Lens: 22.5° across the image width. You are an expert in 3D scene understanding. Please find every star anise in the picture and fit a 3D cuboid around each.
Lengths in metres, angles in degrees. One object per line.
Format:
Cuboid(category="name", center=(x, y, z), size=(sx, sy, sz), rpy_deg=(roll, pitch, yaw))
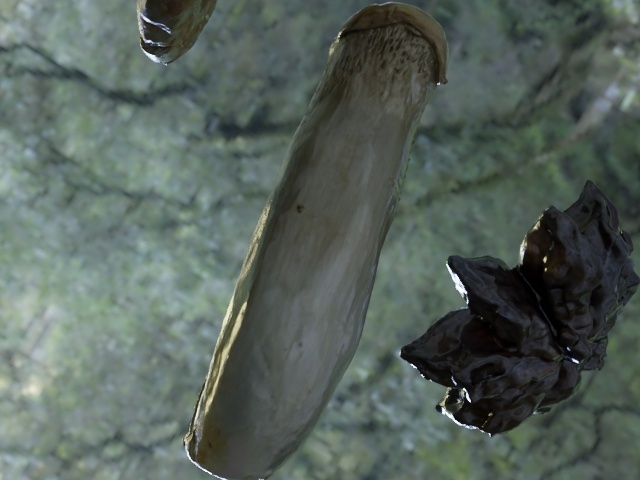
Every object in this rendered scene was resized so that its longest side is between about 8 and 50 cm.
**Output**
Cuboid(category="star anise", center=(0.188, 0.073, 1.358), size=(0.109, 0.223, 0.236), rpy_deg=(49, 176, 38))

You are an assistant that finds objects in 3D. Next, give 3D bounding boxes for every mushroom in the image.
Cuboid(category="mushroom", center=(0.000, 0.000, 1.103), size=(0.095, 0.351, 0.123), rpy_deg=(25, 164, -11))

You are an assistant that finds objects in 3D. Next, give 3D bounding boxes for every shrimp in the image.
Cuboid(category="shrimp", center=(-0.137, -0.301, 1.697), size=(0.062, 0.154, 0.294), rpy_deg=(32, 150, 8))
